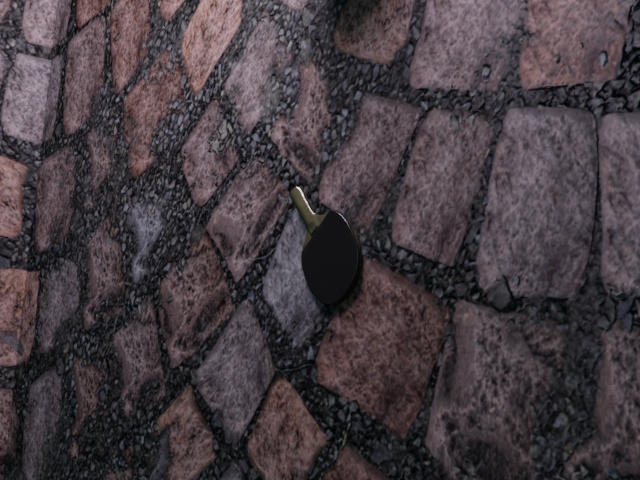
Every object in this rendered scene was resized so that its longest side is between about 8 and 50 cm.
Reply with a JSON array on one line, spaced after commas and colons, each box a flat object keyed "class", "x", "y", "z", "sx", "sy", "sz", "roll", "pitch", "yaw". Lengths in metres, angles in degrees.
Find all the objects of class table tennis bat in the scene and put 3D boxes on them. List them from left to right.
[{"class": "table tennis bat", "x": 0.000, "y": 0.000, "z": 1.981, "sx": 0.138, "sy": 0.022, "sz": 0.246, "roll": -55, "pitch": 43, "yaw": 28}]
